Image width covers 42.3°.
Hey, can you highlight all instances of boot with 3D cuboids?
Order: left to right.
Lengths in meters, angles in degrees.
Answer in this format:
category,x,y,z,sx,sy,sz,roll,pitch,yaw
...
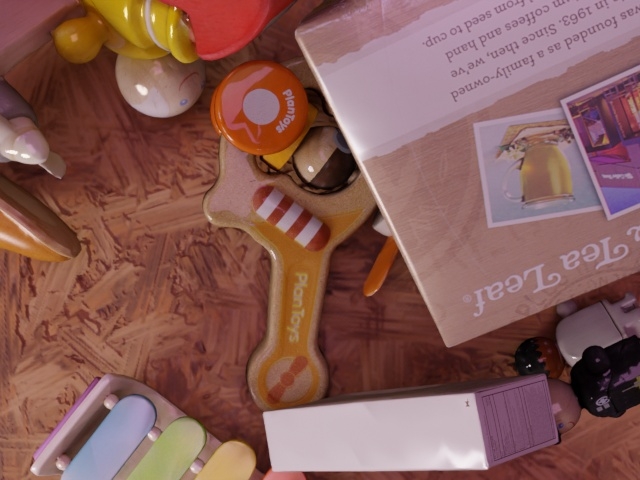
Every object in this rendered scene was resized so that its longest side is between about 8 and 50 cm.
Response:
category,x,y,z,sx,sy,sz,roll,pitch,yaw
boot,-0.398,0.009,0.794,0.295,0.104,0.211,31,90,6

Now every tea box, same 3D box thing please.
category,x,y,z,sx,sy,sz,roll,pitch,yaw
tea box,0.186,-0.137,0.581,0.329,0.323,0.220,-24,106,11

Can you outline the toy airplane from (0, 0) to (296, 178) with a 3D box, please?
category,x,y,z,sx,sy,sz,roll,pitch,yaw
toy airplane,-0.201,-0.229,0.743,0.386,0.384,0.272,-19,130,4

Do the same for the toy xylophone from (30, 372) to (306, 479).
category,x,y,z,sx,sy,sz,roll,pitch,yaw
toy xylophone,-0.127,0.283,0.783,0.323,0.081,0.236,29,85,1

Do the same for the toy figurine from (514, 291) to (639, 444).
category,x,y,z,sx,sy,sz,roll,pitch,yaw
toy figurine,0.209,0.056,0.752,0.148,0.209,0.213,-29,93,12

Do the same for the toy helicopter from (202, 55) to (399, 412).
category,x,y,z,sx,sy,sz,roll,pitch,yaw
toy helicopter,0.000,0.000,0.807,0.235,0.140,0.354,5,96,-11

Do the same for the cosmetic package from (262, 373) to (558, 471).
category,x,y,z,sx,sy,sz,roll,pitch,yaw
cosmetic package,0.066,0.157,0.694,0.099,0.239,0.060,0,78,-43
